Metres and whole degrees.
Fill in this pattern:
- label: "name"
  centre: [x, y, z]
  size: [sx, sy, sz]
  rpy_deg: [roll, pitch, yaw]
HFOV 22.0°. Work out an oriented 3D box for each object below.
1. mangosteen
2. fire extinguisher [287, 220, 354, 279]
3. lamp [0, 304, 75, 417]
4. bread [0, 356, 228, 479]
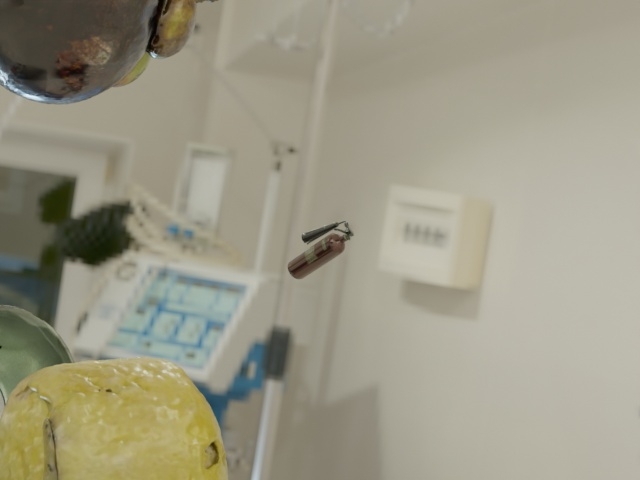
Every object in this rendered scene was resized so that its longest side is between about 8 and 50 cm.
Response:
- label: "mangosteen"
  centre: [-0.178, -0.201, 1.322]
  size: [0.217, 0.192, 0.192]
  rpy_deg: [4, 4, -24]
- label: "fire extinguisher"
  centre: [0.005, 0.002, 1.796]
  size: [0.032, 0.046, 0.100]
  rpy_deg: [40, -53, -21]
- label: "lamp"
  centre: [-0.367, 0.181, 1.661]
  size: [0.147, 0.172, 0.227]
  rpy_deg: [24, -40, -35]
- label: "bread"
  centre: [-0.166, 0.191, 1.334]
  size: [0.170, 0.197, 0.197]
  rpy_deg: [3, 5, -29]
